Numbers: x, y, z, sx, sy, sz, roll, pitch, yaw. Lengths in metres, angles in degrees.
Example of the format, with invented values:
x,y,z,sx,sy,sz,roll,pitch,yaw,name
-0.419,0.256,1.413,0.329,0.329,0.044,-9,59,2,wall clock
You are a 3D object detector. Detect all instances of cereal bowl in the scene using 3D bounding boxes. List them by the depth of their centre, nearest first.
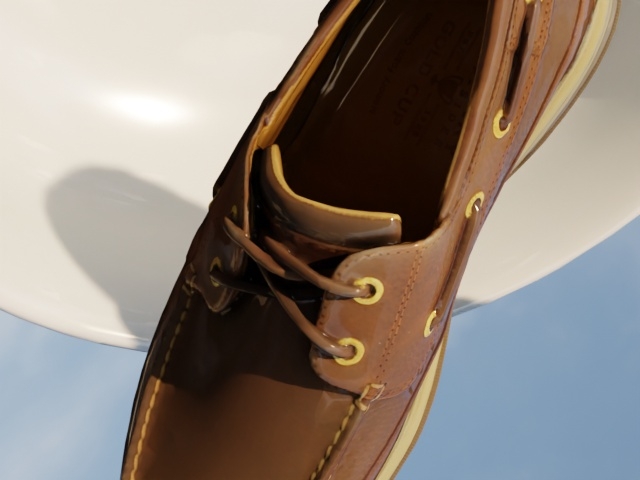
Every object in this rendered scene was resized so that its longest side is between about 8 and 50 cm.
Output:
x,y,z,sx,sy,sz,roll,pitch,yaw,name
-0.009,-0.134,0.538,0.339,0.339,0.141,-45,-141,16,cereal bowl

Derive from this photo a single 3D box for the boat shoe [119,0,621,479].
x,y,z,sx,sy,sz,roll,pitch,yaw,name
0.001,0.000,0.371,0.178,0.064,0.060,-62,160,5,boat shoe
